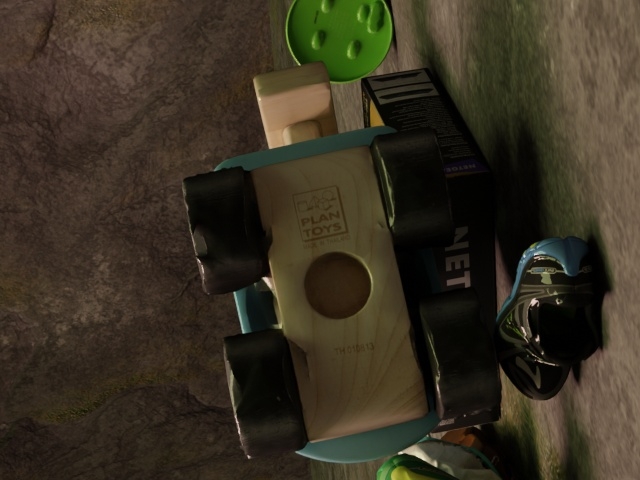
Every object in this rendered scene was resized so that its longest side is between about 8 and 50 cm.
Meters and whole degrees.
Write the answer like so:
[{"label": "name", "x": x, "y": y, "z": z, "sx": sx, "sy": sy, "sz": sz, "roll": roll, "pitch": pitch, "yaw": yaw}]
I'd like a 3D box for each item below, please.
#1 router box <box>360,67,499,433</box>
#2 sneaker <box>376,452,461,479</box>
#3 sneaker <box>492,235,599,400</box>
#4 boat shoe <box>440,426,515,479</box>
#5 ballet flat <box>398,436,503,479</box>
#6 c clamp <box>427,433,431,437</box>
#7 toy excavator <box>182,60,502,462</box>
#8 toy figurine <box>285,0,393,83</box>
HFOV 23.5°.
[{"label": "router box", "x": 0.114, "y": 0.008, "z": 1.627, "sx": 0.243, "sy": 0.081, "sz": 0.309, "roll": -111, "pitch": 13, "yaw": -58}, {"label": "sneaker", "x": 0.141, "y": 0.291, "z": 1.408, "sx": 0.295, "sy": 0.109, "sz": 0.123, "roll": 59, "pitch": 177, "yaw": -37}, {"label": "sneaker", "x": 0.177, "y": 0.074, "z": 1.206, "sx": 0.188, "sy": 0.067, "sz": 0.078, "roll": 94, "pitch": 172, "yaw": -54}, {"label": "boat shoe", "x": 0.160, "y": 0.242, "z": 1.632, "sx": 0.073, "sy": 0.073, "sz": 0.207, "roll": 40, "pitch": -179, "yaw": -2}, {"label": "ballet flat", "x": 0.149, "y": 0.379, "z": 1.565, "sx": 0.147, "sy": 0.147, "sz": 0.409, "roll": -107, "pitch": 2, "yaw": -51}, {"label": "c clamp", "x": 0.161, "y": 0.340, "z": 2.045, "sx": 0.161, "sy": 0.022, "sz": 0.137, "roll": 92, "pitch": 162, "yaw": -57}, {"label": "toy excavator", "x": 0.000, "y": 0.000, "z": 1.468, "sx": 0.445, "sy": 0.222, "sz": 0.433, "roll": 88, "pitch": 169, "yaw": -80}, {"label": "toy figurine", "x": 0.030, "y": -0.287, "z": 1.921, "sx": 0.159, "sy": 0.130, "sz": 0.173, "roll": -79, "pitch": 3, "yaw": -80}]
